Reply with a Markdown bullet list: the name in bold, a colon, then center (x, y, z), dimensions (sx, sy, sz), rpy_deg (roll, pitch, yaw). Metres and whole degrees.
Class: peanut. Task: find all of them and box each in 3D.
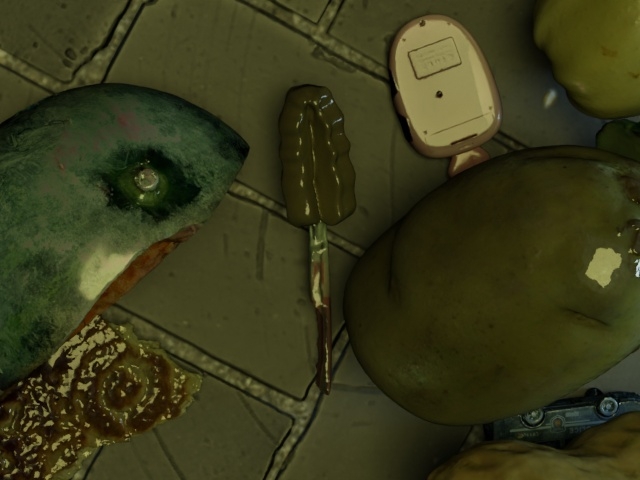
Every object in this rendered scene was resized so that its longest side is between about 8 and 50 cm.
- **peanut**: center (0.274, 0.253, 1.448), dimensions (0.387, 0.169, 0.192), rpy_deg (1, 63, -21)

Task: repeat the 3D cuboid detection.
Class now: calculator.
- **calculator**: center (0.123, -0.139, 1.519), dimensions (0.103, 0.024, 0.166), rpy_deg (-21, 96, -7)

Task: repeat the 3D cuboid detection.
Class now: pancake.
- **pancake**: center (-0.238, 0.158, 1.482), dimensions (0.244, 0.057, 0.266), rpy_deg (3, 98, -18)

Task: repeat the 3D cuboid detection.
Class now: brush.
- **brush**: center (0.000, 0.000, 1.491), dimensions (0.071, 0.084, 0.301), rpy_deg (-5, 100, -4)

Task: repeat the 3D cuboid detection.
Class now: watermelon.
- **watermelon**: center (-0.211, -0.044, 1.377), dimensions (0.188, 0.175, 0.322), rpy_deg (43, 59, -12)

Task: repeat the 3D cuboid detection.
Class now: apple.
- **apple**: center (0.297, -0.211, 1.463), dimensions (0.200, 0.200, 0.200), rpy_deg (-1, 94, -9)

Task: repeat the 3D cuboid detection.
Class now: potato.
- **potato**: center (0.178, 0.036, 1.415), dimensions (0.326, 0.243, 0.221), rpy_deg (-35, 94, 26)

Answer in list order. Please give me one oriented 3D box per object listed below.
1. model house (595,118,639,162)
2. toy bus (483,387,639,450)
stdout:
- **model house**: center (0.384, -0.042, 1.485), dimensions (0.189, 0.214, 0.195), rpy_deg (-16, 96, -18)
- **toy bus**: center (0.246, 0.186, 1.549), dimensions (0.166, 0.047, 0.065), rpy_deg (-6, 99, -9)
